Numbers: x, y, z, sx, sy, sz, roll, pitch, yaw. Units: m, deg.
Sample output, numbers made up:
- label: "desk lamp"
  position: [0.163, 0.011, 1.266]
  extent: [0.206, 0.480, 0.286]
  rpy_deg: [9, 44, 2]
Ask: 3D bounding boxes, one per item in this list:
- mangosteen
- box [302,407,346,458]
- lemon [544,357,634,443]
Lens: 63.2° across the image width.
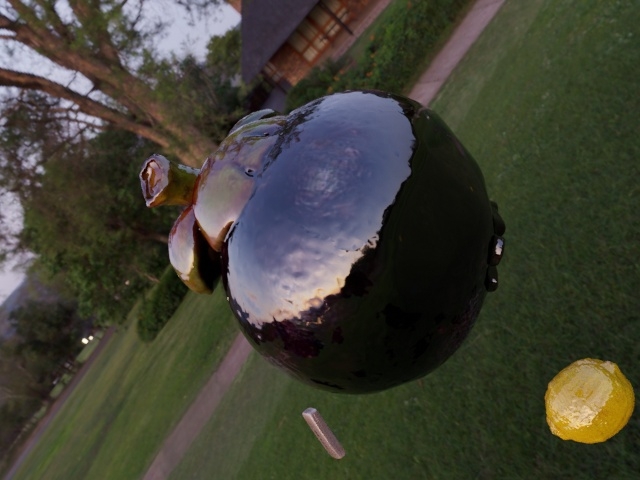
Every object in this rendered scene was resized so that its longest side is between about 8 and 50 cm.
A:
- label: "mangosteen"
  position: [0.000, 0.000, 0.659]
  extent: [0.435, 0.382, 0.382]
  rpy_deg: [3, 39, 12]
- label: "box"
  position: [0.006, 0.398, 1.073]
  extent: [0.025, 0.115, 0.048]
  rpy_deg: [-35, 2, -23]
- label: "lemon"
  position: [0.505, 0.309, 0.991]
  extent: [0.187, 0.142, 0.142]
  rpy_deg: [-58, 15, 22]
